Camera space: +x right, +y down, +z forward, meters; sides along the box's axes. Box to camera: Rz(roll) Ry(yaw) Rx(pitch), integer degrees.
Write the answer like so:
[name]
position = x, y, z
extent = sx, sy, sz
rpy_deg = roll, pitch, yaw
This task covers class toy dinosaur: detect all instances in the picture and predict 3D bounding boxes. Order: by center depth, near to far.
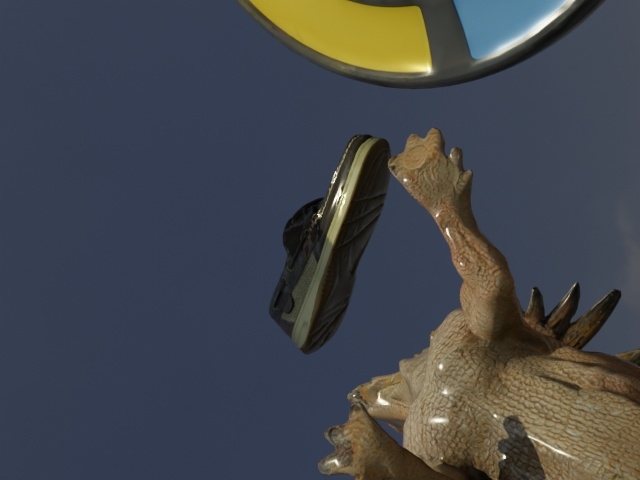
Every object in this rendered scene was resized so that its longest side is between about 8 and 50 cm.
[toy dinosaur]
position = 0.111, 0.084, 0.391
extent = 0.200, 0.295, 0.127
rpy_deg = 34, -86, -44

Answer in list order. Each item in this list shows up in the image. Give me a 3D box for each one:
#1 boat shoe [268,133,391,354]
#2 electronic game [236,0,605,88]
[boat shoe]
position = 0.000, 0.000, 0.619
extent = 0.056, 0.049, 0.152
rpy_deg = -25, -41, -56
[electronic game]
position = 0.025, -0.169, 0.365
extent = 0.048, 0.229, 0.229
rpy_deg = -29, -82, -47
